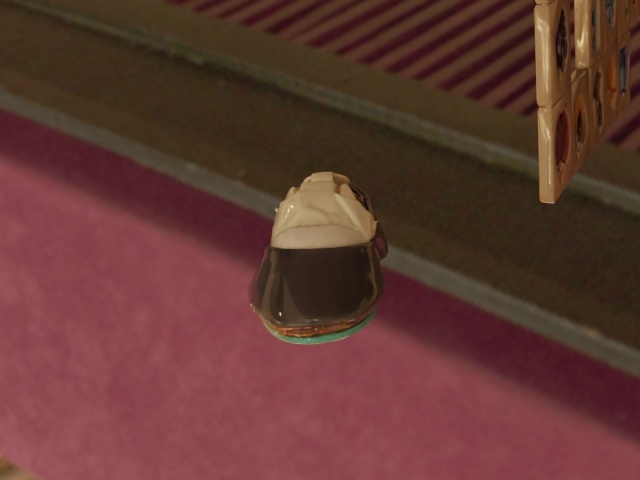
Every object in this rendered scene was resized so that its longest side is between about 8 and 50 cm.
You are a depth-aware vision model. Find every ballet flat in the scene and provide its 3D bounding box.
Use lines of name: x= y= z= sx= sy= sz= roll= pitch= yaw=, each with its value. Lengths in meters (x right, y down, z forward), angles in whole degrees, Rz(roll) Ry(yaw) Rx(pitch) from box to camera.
ballet flat: x=0.000 y=0.000 z=0.674 sx=0.074 sy=0.203 sz=0.074 roll=1 pitch=99 yaw=6

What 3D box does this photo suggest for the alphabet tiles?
alphabet tiles: x=0.125 y=-0.144 z=0.584 sx=0.009 sy=0.237 sz=0.198 roll=2 pitch=108 yaw=22
